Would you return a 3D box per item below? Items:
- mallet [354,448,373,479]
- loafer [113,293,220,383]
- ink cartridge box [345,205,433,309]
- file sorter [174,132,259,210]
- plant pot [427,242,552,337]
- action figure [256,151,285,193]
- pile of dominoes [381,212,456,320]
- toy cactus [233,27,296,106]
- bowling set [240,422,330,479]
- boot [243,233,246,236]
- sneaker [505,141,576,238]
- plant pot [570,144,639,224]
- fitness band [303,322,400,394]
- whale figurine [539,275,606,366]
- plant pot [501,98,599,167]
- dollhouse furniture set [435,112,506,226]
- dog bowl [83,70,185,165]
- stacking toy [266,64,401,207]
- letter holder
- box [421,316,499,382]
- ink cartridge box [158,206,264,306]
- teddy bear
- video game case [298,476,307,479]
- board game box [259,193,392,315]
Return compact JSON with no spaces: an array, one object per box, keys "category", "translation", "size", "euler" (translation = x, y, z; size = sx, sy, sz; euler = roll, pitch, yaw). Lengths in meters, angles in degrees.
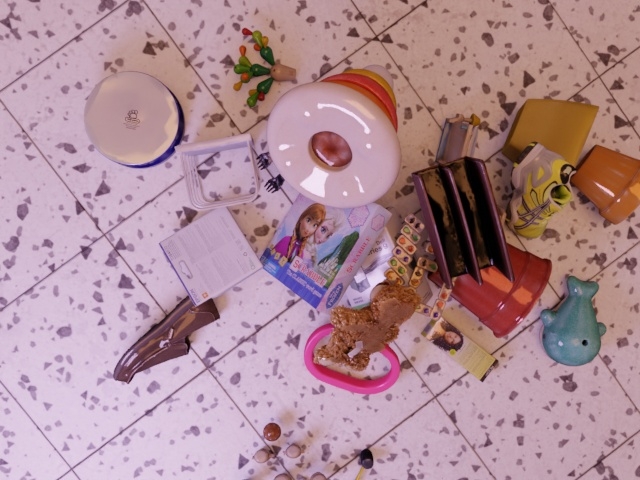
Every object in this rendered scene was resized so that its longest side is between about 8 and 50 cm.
[{"category":"mallet","translation":[0.112,0.733,1.787],"size":[0.039,0.062,0.190],"euler":[23,91,-4]},{"category":"loafer","translation":[-0.436,0.294,1.686],"size":[0.366,0.134,0.130],"euler":[-42,95,-1]},{"category":"ink cartridge box","translation":[0.162,0.076,1.689],"size":[0.211,0.121,0.289],"euler":[-23,95,30]},{"category":"file sorter","translation":[-0.268,-0.186,1.610],"size":[0.193,0.278,0.173],"euler":[-10,98,-4]},{"category":"plant pot","translation":[0.473,0.095,1.700],"size":[0.265,0.272,0.272],"euler":[33,90,3]},{"category":"action figure","translation":[-0.074,-0.253,1.679],"size":[0.275,0.141,0.164],"euler":[-41,112,-42]},{"category":"pile of dominoes","translation":[0.281,0.070,1.573],"size":[0.196,0.040,0.251],"euler":[22,91,-5]},{"category":"toy cactus","translation":[-0.160,-0.498,1.697],"size":[0.180,0.112,0.219],"euler":[3,84,-14]},{"category":"bowling set","translation":[-0.116,0.647,1.744],"size":[0.287,0.154,0.200],"euler":[-2,69,-3]},{"category":"boot","translation":[-0.289,0.010,1.735],"size":[0.114,0.037,0.106],"euler":[19,85,-5]},{"category":"sneaker","translation":[0.620,-0.105,1.649],"size":[0.147,0.385,0.145],"euler":[36,77,32]},{"category":"plant pot","translation":[0.861,-0.182,1.749],"size":[0.188,0.205,0.205],"euler":[36,90,11]},{"category":"fitness band","translation":[0.094,0.353,1.731],"size":[0.291,0.054,0.209],"euler":[21,117,-6]},{"category":"whale figurine","translation":[0.778,0.248,1.778],"size":[0.216,0.141,0.272],"euler":[16,91,-5]},{"category":"plant pot","translation":[0.654,-0.301,1.720],"size":[0.187,0.212,0.212],"euler":[22,91,8]},{"category":"dollhouse furniture set","translation":[0.454,-0.200,1.658],"size":[0.198,0.286,0.303],"euler":[10,103,-6]},{"category":"dog bowl","translation":[-0.524,-0.339,1.664],"size":[0.265,0.104,0.265],"euler":[0,93,-5]},{"category":"stacking toy","translation":[0.098,-0.349,1.574],"size":[0.350,0.350,0.480],"euler":[34,47,-5]},{"category":"letter holder","translation":[0.348,-0.037,1.436],"size":[0.152,0.214,0.302],"euler":[-17,100,4]},{"category":"box","translation":[0.425,0.328,1.795],"size":[0.232,0.058,0.087],"euler":[37,90,-6]},{"category":"ink cartridge box","translation":[-0.312,0.043,1.683],"size":[0.224,0.045,0.223],"euler":[-31,81,-6]},{"category":"teddy bear","translation":[0.117,0.229,1.561],"size":[0.245,0.113,0.338],"euler":[6,130,-20]},{"category":"video game case","translation":[-0.048,0.867,1.800],"size":[0.193,0.023,0.212],"euler":[39,89,-5]},{"category":"board game box","translation":[0.000,0.000,1.629],"size":[0.066,0.318,0.318],"euler":[31,89,-42]}]
